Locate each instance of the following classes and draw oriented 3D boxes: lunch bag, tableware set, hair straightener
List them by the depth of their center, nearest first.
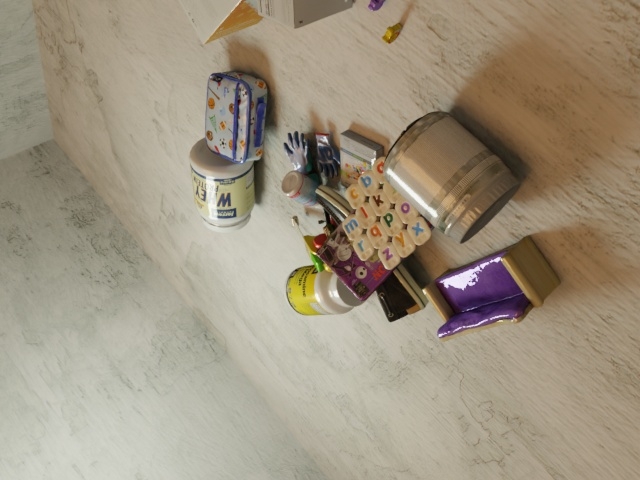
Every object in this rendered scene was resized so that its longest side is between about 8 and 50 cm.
[{"bbox_3d":[0.048,0.019,1.985,0.024,0.104,0.154,-24,93,25],"label":"tableware set"},{"bbox_3d":[-0.285,-0.424,2.097,0.243,0.115,0.303,28,123,38],"label":"lunch bag"},{"bbox_3d":[0.037,-0.049,2.126,0.089,0.047,0.230,29,144,43],"label":"hair straightener"}]

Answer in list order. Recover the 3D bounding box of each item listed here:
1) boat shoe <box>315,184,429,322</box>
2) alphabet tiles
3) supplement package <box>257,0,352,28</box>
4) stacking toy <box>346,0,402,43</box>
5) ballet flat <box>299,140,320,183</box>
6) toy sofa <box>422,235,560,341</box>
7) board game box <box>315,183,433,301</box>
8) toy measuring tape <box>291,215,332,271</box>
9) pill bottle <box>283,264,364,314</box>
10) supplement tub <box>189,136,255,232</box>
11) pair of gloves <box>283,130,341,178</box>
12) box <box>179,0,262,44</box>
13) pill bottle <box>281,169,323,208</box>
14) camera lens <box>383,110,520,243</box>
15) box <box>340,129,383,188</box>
[{"bbox_3d":[0.129,0.040,1.915,0.500,0.156,0.187,52,-174,3],"label":"boat shoe"},{"bbox_3d":[0.182,-0.076,1.684,0.284,0.021,0.277,-43,61,30],"label":"alphabet tiles"},{"bbox_3d":[-0.040,-0.680,1.486,0.145,0.204,0.261,35,143,34],"label":"supplement package"},{"bbox_3d":[0.155,-0.597,1.449,0.167,0.052,0.221,49,146,9],"label":"stacking toy"},{"bbox_3d":[-0.047,-0.233,2.057,0.068,0.072,0.213,-119,16,-55],"label":"ballet flat"},{"bbox_3d":[0.421,0.136,1.623,0.150,0.177,0.362,56,150,0],"label":"toy sofa"},{"bbox_3d":[0.166,-0.017,1.769,0.208,0.056,0.346,45,109,13],"label":"board game box"},{"bbox_3d":[0.000,0.000,2.116,0.330,0.122,0.121,-121,19,-51],"label":"toy measuring tape"},{"bbox_3d":[0.024,0.171,2.195,0.334,0.188,0.187,-14,107,57],"label":"pill bottle"},{"bbox_3d":[-0.366,-0.212,2.338,0.235,0.235,0.324,38,144,28],"label":"supplement tub"},{"bbox_3d":[-0.021,-0.270,1.950,0.198,0.023,0.159,4,125,25],"label":"pair of gloves"},{"bbox_3d":[-0.219,-0.713,1.697,0.345,0.215,0.168,-16,105,58],"label":"box"},{"bbox_3d":[-0.045,-0.159,1.998,0.087,0.087,0.160,18,175,46],"label":"pill bottle"},{"bbox_3d":[0.304,-0.155,1.475,0.274,0.219,0.219,46,148,17],"label":"camera lens"},{"bbox_3d":[0.122,-0.221,1.845,0.145,0.038,0.186,33,143,34],"label":"box"}]
